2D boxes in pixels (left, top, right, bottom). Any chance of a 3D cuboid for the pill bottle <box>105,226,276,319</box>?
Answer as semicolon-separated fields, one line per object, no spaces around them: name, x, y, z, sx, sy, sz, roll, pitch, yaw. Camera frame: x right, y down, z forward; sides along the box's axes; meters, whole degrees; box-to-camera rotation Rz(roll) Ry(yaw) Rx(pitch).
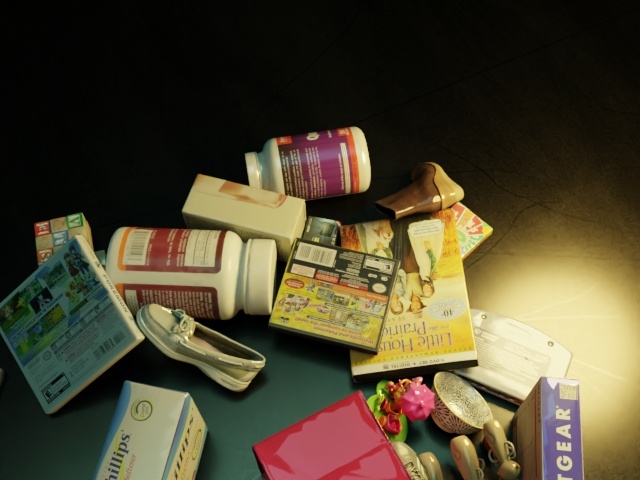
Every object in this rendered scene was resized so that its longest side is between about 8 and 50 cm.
pill bottle;-0.311;0.083;1.973;0.393;0.224;0.224;3;62;2

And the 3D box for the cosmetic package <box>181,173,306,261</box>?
cosmetic package;-0.195;-0.057;2.090;0.296;0.153;0.129;15;63;8

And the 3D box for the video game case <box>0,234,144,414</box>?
video game case;-0.608;0.201;1.894;0.329;0.036;0.300;-39;77;18

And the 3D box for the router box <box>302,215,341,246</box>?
router box;0.000;0.000;2.120;0.092;0.038;0.122;10;62;7

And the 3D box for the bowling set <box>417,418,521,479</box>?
bowling set;0.375;0.502;1.771;0.200;0.287;0.154;-1;61;-38

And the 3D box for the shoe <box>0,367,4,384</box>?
shoe;-0.836;0.379;1.911;0.081;0.063;0.178;11;57;8

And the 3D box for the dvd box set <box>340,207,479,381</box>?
dvd box set;0.213;0.132;1.997;0.308;0.062;0.420;-9;60;10

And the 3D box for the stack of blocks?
stack of blocks;-0.629;0.080;2.054;0.171;0.087;0.297;-13;62;-7

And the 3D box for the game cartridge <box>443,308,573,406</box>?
game cartridge;0.455;0.286;1.953;0.294;0.060;0.196;23;68;12

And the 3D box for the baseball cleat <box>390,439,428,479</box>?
baseball cleat;0.217;0.526;1.743;0.072;0.109;0.205;-23;74;-22

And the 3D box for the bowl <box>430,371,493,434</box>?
bowl;0.312;0.397;1.863;0.170;0.080;0.170;29;25;-16

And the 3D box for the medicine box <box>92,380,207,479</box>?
medicine box;-0.364;0.481;1.719;0.149;0.289;0.263;9;62;6

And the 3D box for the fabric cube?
fabric cube;0.029;0.520;1.715;0.258;0.254;0.259;-26;64;-13

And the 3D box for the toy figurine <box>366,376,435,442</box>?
toy figurine;0.198;0.369;1.830;0.130;0.159;0.173;31;44;-19

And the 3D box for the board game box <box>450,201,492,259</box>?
board game box;0.324;0.016;2.113;0.259;0.039;0.124;-41;67;-16

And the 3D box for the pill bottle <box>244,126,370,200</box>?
pill bottle;-0.036;-0.198;2.147;0.323;0.181;0.181;-9;62;-5

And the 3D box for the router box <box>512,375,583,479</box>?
router box;0.479;0.498;1.696;0.082;0.301;0.335;5;62;4

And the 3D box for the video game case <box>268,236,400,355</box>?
video game case;0.036;0.134;1.961;0.275;0.035;0.248;13;65;9

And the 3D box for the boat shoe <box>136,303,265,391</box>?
boat shoe;-0.283;0.237;1.881;0.320;0.103;0.118;36;20;-12

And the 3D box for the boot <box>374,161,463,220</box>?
boot;0.234;-0.131;2.099;0.207;0.090;0.248;-16;24;-14
